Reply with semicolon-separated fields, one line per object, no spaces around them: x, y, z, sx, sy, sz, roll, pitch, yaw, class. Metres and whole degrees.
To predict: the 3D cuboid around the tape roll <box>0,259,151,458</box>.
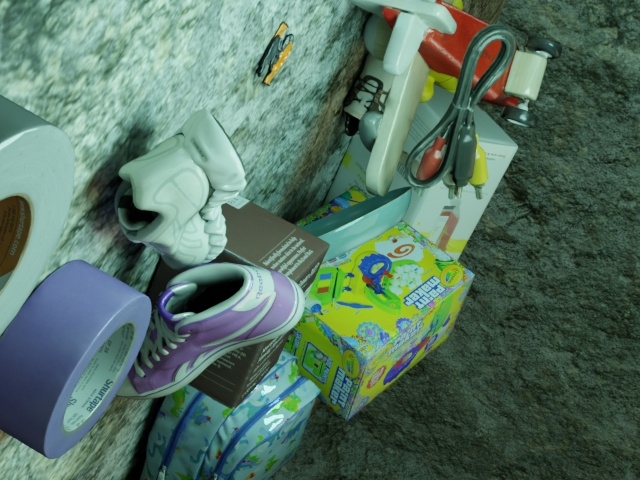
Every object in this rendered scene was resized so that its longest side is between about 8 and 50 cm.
-0.255;0.119;1.149;0.189;0.080;0.189;-59;172;-14;tape roll

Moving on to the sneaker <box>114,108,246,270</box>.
-0.162;-0.035;1.193;0.118;0.110;0.292;-30;167;-20;sneaker

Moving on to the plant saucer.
0.000;0.000;1.730;0.318;0.043;0.317;-23;-175;2;plant saucer

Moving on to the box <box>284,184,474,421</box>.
0.052;0.099;1.940;0.290;0.279;0.177;-33;151;-38;box

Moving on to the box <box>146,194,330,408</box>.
-0.119;0.074;1.490;0.203;0.167;0.168;-65;170;24;box

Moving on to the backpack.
-0.147;0.293;1.861;0.290;0.273;0.355;-27;136;-41;backpack

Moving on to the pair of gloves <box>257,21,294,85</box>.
-0.055;-0.231;1.420;0.074;0.010;0.083;-61;171;0;pair of gloves

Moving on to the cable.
0.195;-0.179;1.646;0.072;0.140;0.287;-112;-155;-61;cable

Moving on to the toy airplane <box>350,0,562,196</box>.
0.158;-0.307;1.736;0.386;0.272;0.384;-37;127;-31;toy airplane

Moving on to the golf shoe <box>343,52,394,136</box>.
0.089;-0.254;1.964;0.094;0.077;0.198;-54;168;-37;golf shoe

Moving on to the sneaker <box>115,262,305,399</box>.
-0.175;0.097;1.325;0.282;0.102;0.161;-30;157;20;sneaker

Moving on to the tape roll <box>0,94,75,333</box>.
-0.259;0.002;0.777;0.219;0.072;0.219;-58;170;-16;tape roll

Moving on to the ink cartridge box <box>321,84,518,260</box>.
0.169;-0.100;2.173;0.160;0.279;0.384;5;123;-33;ink cartridge box
